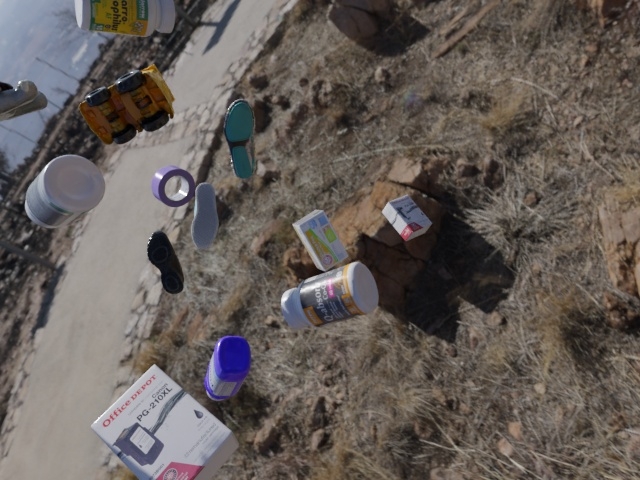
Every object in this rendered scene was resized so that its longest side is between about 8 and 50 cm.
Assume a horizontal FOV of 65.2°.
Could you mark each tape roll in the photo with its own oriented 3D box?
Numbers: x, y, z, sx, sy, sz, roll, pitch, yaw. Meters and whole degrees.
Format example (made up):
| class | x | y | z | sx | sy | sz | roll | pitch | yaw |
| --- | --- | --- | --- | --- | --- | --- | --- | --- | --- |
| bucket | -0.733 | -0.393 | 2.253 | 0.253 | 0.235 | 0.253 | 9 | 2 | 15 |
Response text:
| class | x | y | z | sx | sy | sz | roll | pitch | yaw |
| --- | --- | --- | --- | --- | --- | --- | --- | --- | --- |
| tape roll | -0.701 | -0.258 | 2.386 | 0.080 | 0.189 | 0.189 | 26 | 82 | 42 |

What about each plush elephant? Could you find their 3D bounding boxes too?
| class | x | y | z | sx | sy | sz | roll | pitch | yaw |
| --- | --- | --- | --- | --- | --- | --- | --- | --- | --- |
| plush elephant | -1.101 | -0.513 | 1.616 | 0.330 | 0.255 | 0.272 | -26 | 14 | -9 |

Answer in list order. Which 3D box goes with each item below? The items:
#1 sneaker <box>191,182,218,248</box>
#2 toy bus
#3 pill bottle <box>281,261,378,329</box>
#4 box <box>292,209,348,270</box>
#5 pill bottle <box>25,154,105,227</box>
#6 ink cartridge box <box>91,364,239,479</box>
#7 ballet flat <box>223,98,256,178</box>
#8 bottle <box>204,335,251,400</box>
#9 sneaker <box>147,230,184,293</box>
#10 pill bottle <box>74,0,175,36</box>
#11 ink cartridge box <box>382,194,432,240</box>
| class | x | y | z | sx | sy | sz | roll | pitch | yaw |
| --- | --- | --- | --- | --- | --- | --- | --- | --- | --- |
| sneaker | -0.588 | -0.107 | 2.581 | 0.150 | 0.135 | 0.365 | 108 | 164 | -64 |
| toy bus | -0.516 | -0.388 | 1.374 | 0.220 | 0.149 | 0.211 | -22 | 36 | 7 |
| pill bottle | 0.026 | 0.180 | 1.553 | 0.278 | 0.162 | 0.162 | -22 | 49 | 27 |
| box | 0.000 | 0.000 | 1.877 | 0.114 | 0.203 | 0.103 | -33 | 13 | -12 |
| pill bottle | -0.944 | -0.163 | 1.826 | 0.361 | 0.204 | 0.204 | -16 | 52 | 47 |
| ink cartridge box | -0.313 | 0.397 | 1.016 | 0.237 | 0.100 | 0.172 | 31 | 60 | 23 |
| ballet flat | -0.223 | -0.284 | 1.387 | 0.077 | 0.091 | 0.241 | -108 | 19 | -51 |
| bottle | -0.253 | 0.354 | 1.332 | 0.283 | 0.092 | 0.118 | 120 | 149 | -52 |
| sneaker | -0.668 | 0.088 | 2.175 | 0.109 | 0.286 | 0.130 | -12 | 19 | 0 |
| pill bottle | -0.462 | -0.551 | 1.190 | 0.117 | 0.208 | 0.117 | 16 | 109 | 56 |
| ink cartridge box | 0.287 | -0.077 | 1.662 | 0.135 | 0.099 | 0.056 | 53 | 144 | 21 |
